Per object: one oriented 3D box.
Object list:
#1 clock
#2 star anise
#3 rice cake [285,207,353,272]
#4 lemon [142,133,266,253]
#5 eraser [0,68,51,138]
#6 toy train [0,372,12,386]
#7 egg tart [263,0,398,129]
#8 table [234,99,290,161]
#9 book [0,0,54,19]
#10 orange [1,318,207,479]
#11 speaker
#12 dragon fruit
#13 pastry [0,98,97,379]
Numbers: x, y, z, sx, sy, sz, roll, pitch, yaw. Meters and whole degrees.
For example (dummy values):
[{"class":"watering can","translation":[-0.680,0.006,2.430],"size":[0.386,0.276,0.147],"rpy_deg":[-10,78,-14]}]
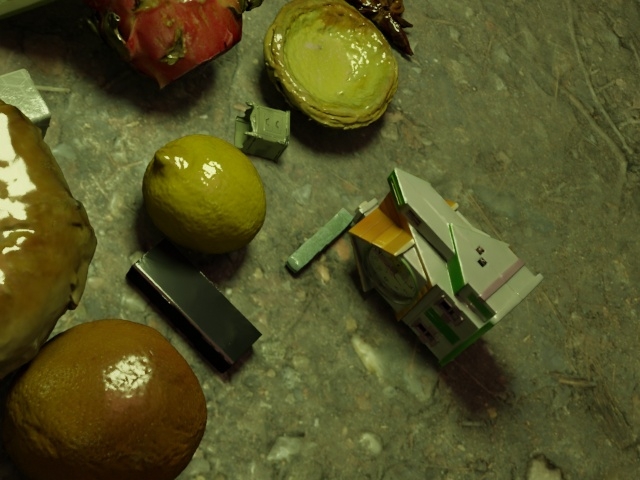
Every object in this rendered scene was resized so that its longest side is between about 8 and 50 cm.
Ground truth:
[{"class":"clock","translation":[0.178,0.035,1.592],"size":[0.166,0.235,0.309],"rpy_deg":[-36,79,-30]},{"class":"star anise","translation":[0.128,-0.489,1.957],"size":[0.212,0.053,0.157],"rpy_deg":[31,55,-8]},{"class":"rice cake","translation":[0.000,-0.001,1.642],"size":[0.033,0.029,0.171],"rpy_deg":[45,54,5]},{"class":"lemon","translation":[-0.181,-0.071,1.491],"size":[0.244,0.186,0.187],"rpy_deg":[47,44,-42]},{"class":"eraser","translation":[-0.590,-0.133,1.360],"size":[0.403,0.098,0.096],"rpy_deg":[-30,80,-36]},{"class":"toy train","translation":[-0.488,0.207,1.269],"size":[0.071,0.038,0.148],"rpy_deg":[41,54,-2]},{"class":"egg tart","translation":[0.010,-0.322,1.765],"size":[0.294,0.123,0.294],"rpy_deg":[13,62,-25]},{"class":"table","translation":[-0.104,-0.195,1.671],"size":[0.083,0.062,0.079],"rpy_deg":[13,58,-21]},{"class":"book","translation":[-0.425,-0.470,1.510],"size":[0.035,0.352,0.239],"rpy_deg":[49,39,-46]},{"class":"orange","translation":[-0.287,0.227,1.238],"size":[0.264,0.264,0.264],"rpy_deg":[12,59,-22]},{"class":"speaker","translation":[-0.199,0.102,1.473],"size":[0.218,0.044,0.082],"rpy_deg":[44,53,1]},{"class":"dragon fruit","translation":[-0.261,-0.420,1.569],"size":[0.291,0.269,0.250],"rpy_deg":[61,15,-8]},{"class":"pastry","translation":[-0.491,-0.007,1.184],"size":[0.409,0.245,0.410],"rpy_deg":[14,63,-29]}]
